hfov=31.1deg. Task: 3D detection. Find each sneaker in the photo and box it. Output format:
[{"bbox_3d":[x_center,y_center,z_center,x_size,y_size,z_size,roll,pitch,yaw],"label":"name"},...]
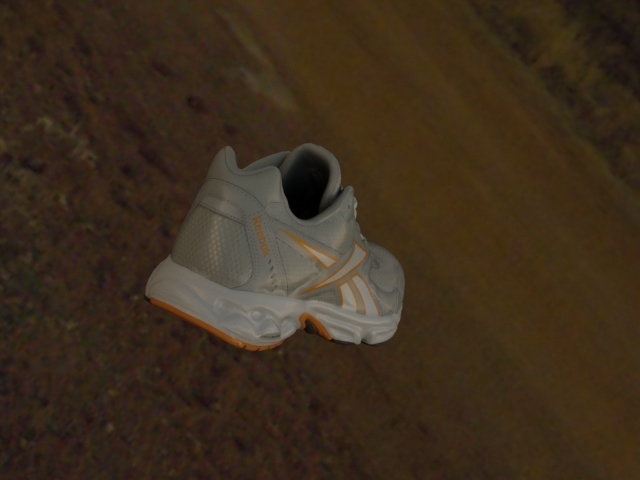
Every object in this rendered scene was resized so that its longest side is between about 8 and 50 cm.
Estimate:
[{"bbox_3d":[0.000,0.000,0.754,0.099,0.121,0.262,26,11,24],"label":"sneaker"}]
